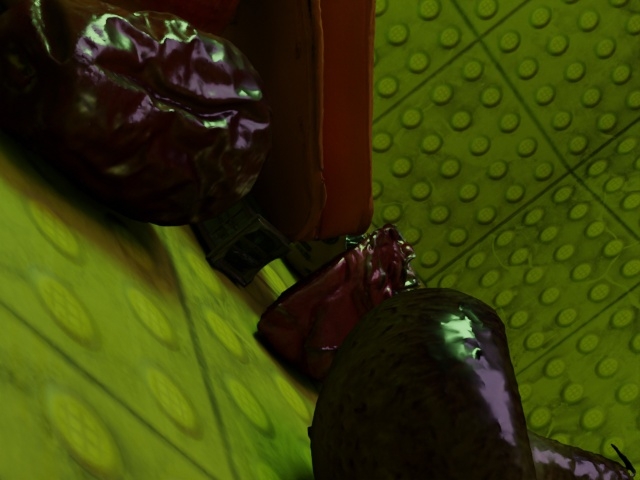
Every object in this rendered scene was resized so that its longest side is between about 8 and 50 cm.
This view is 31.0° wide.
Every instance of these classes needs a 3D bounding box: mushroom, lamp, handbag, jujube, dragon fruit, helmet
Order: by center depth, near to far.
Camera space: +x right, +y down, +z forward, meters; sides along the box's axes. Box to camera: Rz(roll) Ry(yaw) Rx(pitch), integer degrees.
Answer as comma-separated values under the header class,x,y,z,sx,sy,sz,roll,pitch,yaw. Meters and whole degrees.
class,x,y,z,sx,sy,sz,roll,pitch,yaw
mushroom,0.163,0.224,1.096,0.331,0.356,0.334,-60,158,-55
jujube,-0.186,-0.135,1.147,0.342,0.216,0.216,14,36,-57
dragon fruit,0.052,0.088,1.500,0.152,0.205,0.317,53,7,0
lamp,-0.156,-0.089,1.532,0.325,0.090,0.089,56,8,36
handbag,-0.052,-0.214,1.548,0.303,0.116,0.410,19,-66,54
helmet,0.000,0.000,1.946,0.224,0.130,0.198,64,13,11

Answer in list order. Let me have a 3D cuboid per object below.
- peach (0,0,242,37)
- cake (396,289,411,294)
class,x,y,z,sx,sy,sz,roll,pitch,yaw
peach,-0.266,-0.368,1.404,0.372,0.372,0.290,51,-29,-11
cake,0.097,0.096,2.080,0.135,0.134,0.147,51,13,-27
